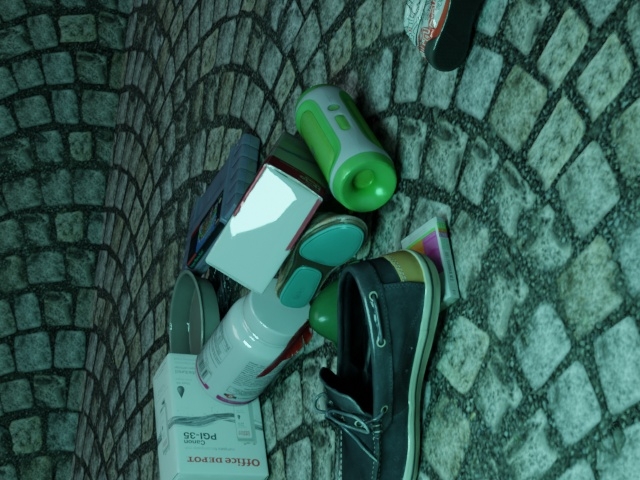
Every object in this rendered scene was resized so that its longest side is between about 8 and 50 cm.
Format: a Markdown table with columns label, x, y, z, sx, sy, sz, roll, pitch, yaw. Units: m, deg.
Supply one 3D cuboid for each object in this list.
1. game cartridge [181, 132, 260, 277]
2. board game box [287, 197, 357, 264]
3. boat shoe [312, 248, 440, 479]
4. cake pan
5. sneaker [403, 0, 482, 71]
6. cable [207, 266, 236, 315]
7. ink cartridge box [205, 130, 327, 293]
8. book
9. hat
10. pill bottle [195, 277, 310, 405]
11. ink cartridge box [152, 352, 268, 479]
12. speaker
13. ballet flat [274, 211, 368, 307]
| label | x | y | z | sx | sy | sz | roll | pitch | yaw |
| --- | --- | --- | --- | --- | --- | --- | --- | --- | --- |
| game cartridge | -0.249 | -0.071 | 2.576 | 0.355 | 0.068 | 0.230 | -49 | 25 | 48 |
| board game box | 0.000 | 0.000 | 2.118 | 0.260 | 0.030 | 0.136 | -25 | 57 | 60 |
| boat shoe | 0.072 | 0.256 | 1.718 | 0.187 | 0.156 | 0.500 | 32 | 117 | 59 |
| cake pan | -0.304 | 0.216 | 2.566 | 0.293 | 0.054 | 0.293 | -179 | 90 | -67 |
| sneaker | 0.217 | -0.425 | 1.739 | 0.145 | 0.090 | 0.270 | 60 | 137 | 50 |
| cable | -0.243 | 0.096 | 2.565 | 0.150 | 0.047 | 0.184 | 11 | 92 | 65 |
| ink cartridge box | -0.088 | -0.061 | 2.022 | 0.226 | 0.131 | 0.306 | -58 | 3 | 18 |
| book | 0.179 | 0.046 | 1.728 | 0.096 | 0.035 | 0.144 | -44 | 46 | 50 |
| hat | -0.015 | 0.125 | 1.925 | 0.173 | 0.184 | 0.208 | -55 | 36 | 42 |
| pill bottle | -0.136 | 0.208 | 2.176 | 0.283 | 0.160 | 0.160 | -52 | 38 | 45 |
| ink cartridge box | -0.234 | 0.394 | 2.263 | 0.117 | 0.207 | 0.283 | 124 | 144 | -45 |
| speaker | 0.042 | -0.177 | 1.978 | 0.131 | 0.131 | 0.296 | -66 | 29 | 28 |
| ballet flat | -0.006 | 0.011 | 1.984 | 0.316 | 0.108 | 0.106 | -47 | 29 | 48 |
